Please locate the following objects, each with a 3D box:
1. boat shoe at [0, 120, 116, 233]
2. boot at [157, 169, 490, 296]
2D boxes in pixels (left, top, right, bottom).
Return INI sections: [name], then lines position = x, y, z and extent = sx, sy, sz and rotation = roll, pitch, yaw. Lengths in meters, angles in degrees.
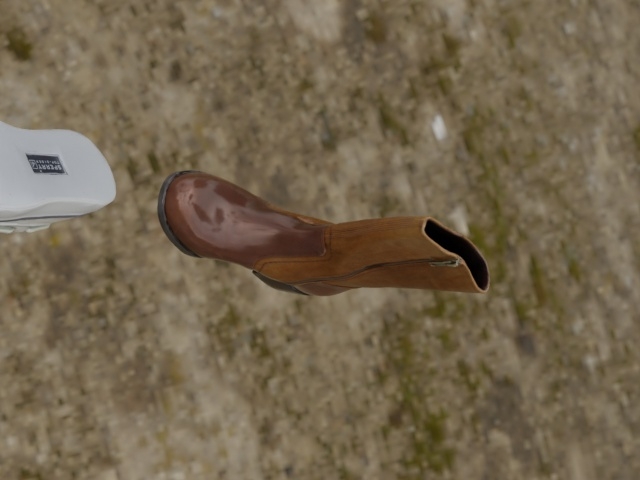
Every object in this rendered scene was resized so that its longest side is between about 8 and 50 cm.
[boat shoe]
position = -0.268, -0.048, 1.190
extent = 0.096, 0.088, 0.267
rotation = 64, 21, 8
[boot]
position = 0.000, 0.000, 1.581
extent = 0.264, 0.280, 0.096
rotation = 40, 62, -41
